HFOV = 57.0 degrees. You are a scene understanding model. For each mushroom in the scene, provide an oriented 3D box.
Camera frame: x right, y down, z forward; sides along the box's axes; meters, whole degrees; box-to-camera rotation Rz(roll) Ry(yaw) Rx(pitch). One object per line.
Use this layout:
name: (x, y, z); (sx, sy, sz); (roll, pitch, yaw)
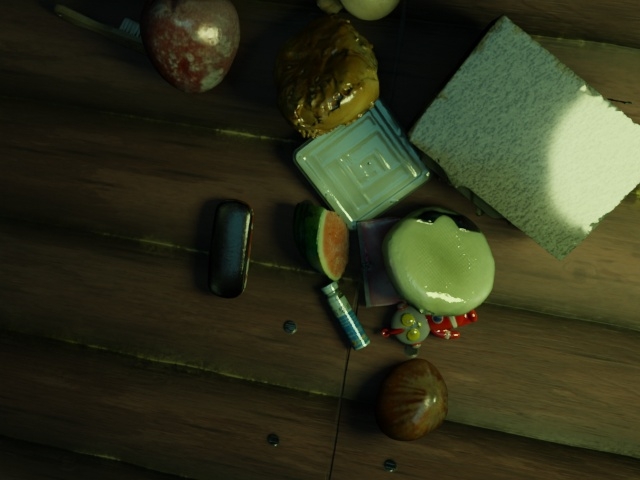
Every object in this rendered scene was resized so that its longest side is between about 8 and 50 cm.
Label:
mushroom: (0.099, -0.603, 1.387); (0.206, 0.206, 0.209); (32, 142, 3)

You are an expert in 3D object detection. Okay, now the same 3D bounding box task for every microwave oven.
microwave oven: (0.443, -0.221, 1.303); (0.432, 0.236, 0.374); (37, 110, -2)

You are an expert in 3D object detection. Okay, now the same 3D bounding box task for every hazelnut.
hazelnut: (0.241, 0.410, 1.489); (0.210, 0.210, 0.186); (-29, 132, 11)

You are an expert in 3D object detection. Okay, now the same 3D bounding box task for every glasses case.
glasses case: (-0.239, 0.023, 1.570); (0.103, 0.067, 0.267); (10, 100, 8)

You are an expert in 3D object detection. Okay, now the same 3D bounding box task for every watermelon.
watermelon: (-0.022, 0.002, 1.509); (0.146, 0.128, 0.231); (16, 119, 34)

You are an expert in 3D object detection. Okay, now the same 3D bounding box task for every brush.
brush: (-0.544, -0.560, 1.541); (0.327, 0.070, 0.065); (22, 82, 6)

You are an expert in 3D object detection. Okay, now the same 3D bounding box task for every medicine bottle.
medicine bottle: (0.065, 0.198, 1.557); (0.051, 0.051, 0.191); (-28, 94, 11)

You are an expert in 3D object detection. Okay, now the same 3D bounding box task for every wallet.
wallet: (0.163, 0.057, 1.519); (0.119, 0.025, 0.233); (-8, 105, 2)

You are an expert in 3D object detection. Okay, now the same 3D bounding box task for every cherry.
cherry: (-0.313, -0.508, 1.436); (0.235, 0.213, 0.286); (4, 117, 19)

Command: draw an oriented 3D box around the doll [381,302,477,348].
doll: (0.272, 0.202, 1.517); (0.244, 0.076, 0.143); (-19, 90, 6)

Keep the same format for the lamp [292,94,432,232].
lamp: (0.106, -0.192, 1.484); (0.269, 0.047, 0.267); (-36, 102, 12)

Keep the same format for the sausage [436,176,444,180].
sausage: (0.410, -0.194, 1.460); (0.253, 0.034, 0.034); (-17, 95, 11)

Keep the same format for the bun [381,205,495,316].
bun: (0.276, 0.062, 1.441); (0.282, 0.179, 0.284); (5, 69, -13)

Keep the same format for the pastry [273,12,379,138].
pastry: (0.018, -0.378, 1.398); (0.254, 0.162, 0.311); (-14, 57, 20)
